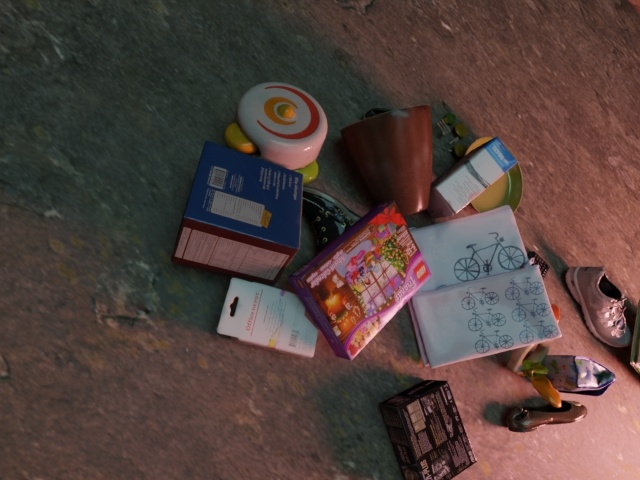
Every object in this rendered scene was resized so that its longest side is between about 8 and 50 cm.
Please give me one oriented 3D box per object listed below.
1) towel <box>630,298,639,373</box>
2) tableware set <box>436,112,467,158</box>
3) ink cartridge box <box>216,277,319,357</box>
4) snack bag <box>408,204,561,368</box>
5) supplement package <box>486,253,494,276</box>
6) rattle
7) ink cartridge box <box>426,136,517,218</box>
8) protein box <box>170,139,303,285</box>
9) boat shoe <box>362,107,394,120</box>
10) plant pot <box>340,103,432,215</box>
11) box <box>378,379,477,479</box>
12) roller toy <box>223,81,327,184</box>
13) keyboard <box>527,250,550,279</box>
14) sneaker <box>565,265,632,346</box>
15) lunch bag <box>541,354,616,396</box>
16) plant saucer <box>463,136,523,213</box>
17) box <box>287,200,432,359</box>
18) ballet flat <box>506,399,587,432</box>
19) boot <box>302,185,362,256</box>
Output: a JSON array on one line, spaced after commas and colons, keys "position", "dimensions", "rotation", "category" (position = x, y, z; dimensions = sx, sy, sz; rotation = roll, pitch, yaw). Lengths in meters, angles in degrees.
[{"position": [1.052, 0.351, 1.271], "dimensions": [0.325, 0.038, 0.248], "rotation": [40, 62, -22], "category": "towel"}, {"position": [0.401, -0.300, 1.209], "dimensions": [0.104, 0.024, 0.154], "rotation": [-37, 92, -30], "category": "tableware set"}, {"position": [-0.104, 0.156, 0.822], "dimensions": [0.198, 0.067, 0.115], "rotation": [20, 67, -20], "category": "ink cartridge box"}, {"position": [0.362, 0.100, 0.983], "dimensions": [0.323, 0.037, 0.343], "rotation": [-13, 79, 3], "category": "snack bag"}, {"position": [0.451, 0.120, 1.061], "dimensions": [0.105, 0.105, 0.179], "rotation": [-9, 79, -27], "category": "supplement package"}, {"position": [0.567, 0.275, 1.010], "dimensions": [0.130, 0.143, 0.200], "rotation": [31, 101, -22], "category": "rattle"}, {"position": [0.362, -0.152, 1.040], "dimensions": [0.203, 0.148, 0.086], "rotation": [-38, 92, -5], "category": "ink cartridge box"}, {"position": [-0.152, -0.049, 0.787], "dimensions": [0.201, 0.136, 0.200], "rotation": [17, 48, -19], "category": "protein box"}, {"position": [0.187, -0.323, 1.102], "dimensions": [0.152, 0.049, 0.056], "rotation": [-4, 76, -26], "category": "boat shoe"}, {"position": [0.178, -0.177, 0.988], "dimensions": [0.215, 0.215, 0.231], "rotation": [-18, 98, -28], "category": "plant pot"}, {"position": [0.231, 0.416, 0.891], "dimensions": [0.147, 0.077, 0.180], "rotation": [-15, 82, -27], "category": "box"}, {"position": [-0.090, -0.233, 0.879], "dimensions": [0.209, 0.146, 0.191], "rotation": [14, 59, -12], "category": "roller toy"}, {"position": [0.610, 0.123, 1.180], "dimensions": [0.108, 0.023, 0.180], "rotation": [47, 63, -6], "category": "keyboard"}, {"position": [0.841, 0.197, 1.208], "dimensions": [0.105, 0.115, 0.281], "rotation": [-39, 96, -28], "category": "sneaker"}, {"position": [0.662, 0.351, 1.076], "dimensions": [0.151, 0.129, 0.096], "rotation": [11, 72, -23], "category": "lunch bag"}, {"position": [0.486, -0.176, 1.186], "dimensions": [0.240, 0.037, 0.241], "rotation": [3, 83, -26], "category": "plant saucer"}, {"position": [0.097, 0.075, 0.868], "dimensions": [0.293, 0.057, 0.201], "rotation": [-39, 107, -30], "category": "box"}, {"position": [0.574, 0.433, 1.045], "dimensions": [0.249, 0.084, 0.058], "rotation": [-2, 77, -19], "category": "ballet flat"}, {"position": [0.001, 0.000, 0.906], "dimensions": [0.236, 0.085, 0.179], "rotation": [30, 68, -12], "category": "boot"}]
